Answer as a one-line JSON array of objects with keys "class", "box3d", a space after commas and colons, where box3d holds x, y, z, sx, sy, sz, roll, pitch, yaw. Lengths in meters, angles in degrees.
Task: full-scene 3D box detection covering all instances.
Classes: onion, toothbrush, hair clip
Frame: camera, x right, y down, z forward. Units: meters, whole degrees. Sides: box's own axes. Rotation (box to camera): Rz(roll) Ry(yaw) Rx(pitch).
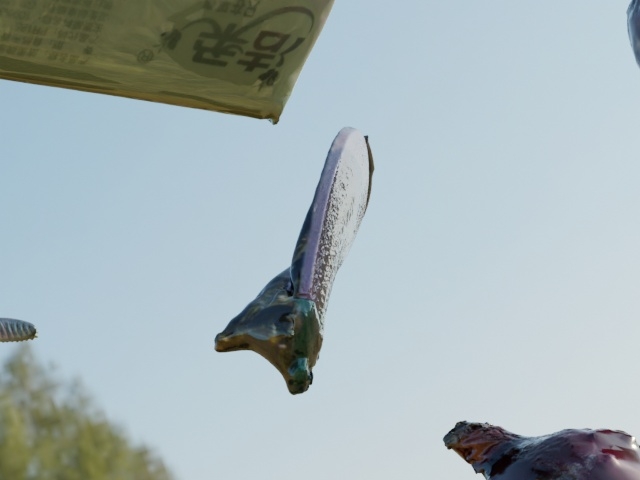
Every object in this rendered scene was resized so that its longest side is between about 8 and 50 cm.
[{"class": "onion", "box3d": [0.183, 0.186, 1.337, 0.135, 0.198, 0.173, -35, -23, -5]}, {"class": "toothbrush", "box3d": [-0.497, 0.099, 2.037, 0.375, 0.028, 0.037, 0, -12, 4]}, {"class": "hair clip", "box3d": [0.000, -0.002, 1.679, 0.095, 0.110, 0.359, -26, 22, 34]}]

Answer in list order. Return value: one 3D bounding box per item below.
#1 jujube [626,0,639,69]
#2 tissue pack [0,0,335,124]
[{"class": "jujube", "box3d": [0.496, -0.243, 1.850, 0.376, 0.276, 0.276, -22, -15, 7]}, {"class": "tissue pack", "box3d": [-0.163, -0.278, 1.248, 0.405, 0.205, 0.332, 6, -58, -38]}]
